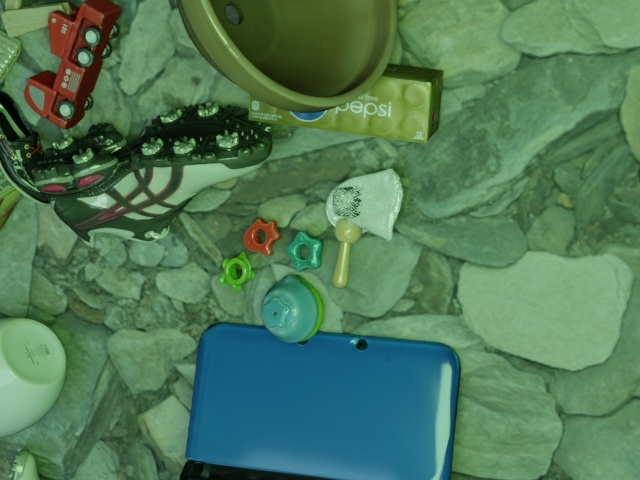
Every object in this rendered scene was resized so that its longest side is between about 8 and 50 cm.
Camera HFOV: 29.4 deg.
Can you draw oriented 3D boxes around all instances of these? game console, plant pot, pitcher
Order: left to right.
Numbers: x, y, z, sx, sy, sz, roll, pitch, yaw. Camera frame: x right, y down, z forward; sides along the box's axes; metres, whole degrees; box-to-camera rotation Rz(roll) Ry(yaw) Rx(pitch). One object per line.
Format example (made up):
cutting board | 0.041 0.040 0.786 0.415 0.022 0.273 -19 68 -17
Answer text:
pitcher | -0.393 0.150 1.398 0.207 0.125 0.177 -37 79 36
plant pot | -0.051 -0.221 1.101 0.110 0.237 0.237 -18 104 46
game console | 0.011 0.241 1.342 0.293 0.173 0.250 5 141 17

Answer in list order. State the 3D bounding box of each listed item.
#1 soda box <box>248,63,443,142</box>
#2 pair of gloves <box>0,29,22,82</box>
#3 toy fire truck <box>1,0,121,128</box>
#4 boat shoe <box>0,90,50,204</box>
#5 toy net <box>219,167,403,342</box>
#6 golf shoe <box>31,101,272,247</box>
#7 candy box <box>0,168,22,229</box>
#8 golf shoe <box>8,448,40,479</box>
soda box | 0.025 -0.141 1.182 0.181 0.058 0.061 9 112 15
pair of gloves | -0.457 -0.184 1.264 0.204 0.042 0.240 40 75 2
toy fire truck | -0.280 -0.225 1.257 0.135 0.047 0.192 29 116 7
boat shoe | -0.324 -0.099 1.315 0.042 0.049 0.133 -31 93 33
toy net | 0.000 0.000 1.254 0.232 0.045 0.122 -46 70 23
golf shoe | -0.161 -0.066 1.261 0.273 0.105 0.120 -7 123 26
candy box | -0.500 -0.088 1.352 0.316 0.087 0.183 39 120 1
golf shoe | -0.332 0.329 1.475 0.086 0.069 0.176 -2 112 -2
